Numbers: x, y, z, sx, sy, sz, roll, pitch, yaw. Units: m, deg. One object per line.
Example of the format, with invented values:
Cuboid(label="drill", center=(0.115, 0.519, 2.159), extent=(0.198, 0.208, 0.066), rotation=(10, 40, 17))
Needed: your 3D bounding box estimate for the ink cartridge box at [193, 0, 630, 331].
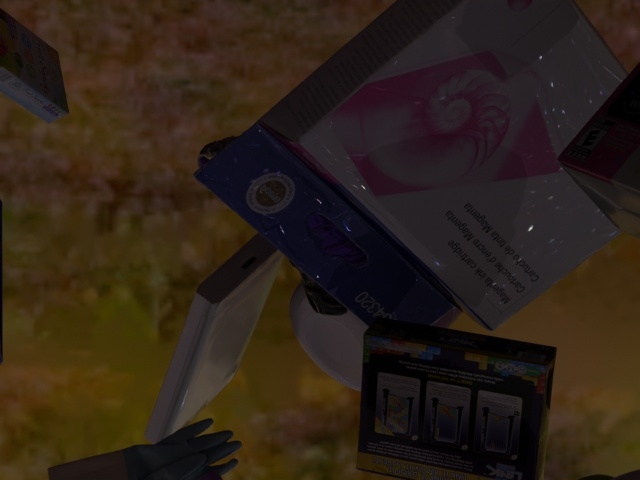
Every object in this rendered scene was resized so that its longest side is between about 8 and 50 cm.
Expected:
Cuboid(label="ink cartridge box", center=(0.118, -0.057, 1.212), extent=(0.330, 0.071, 0.324), rotation=(-40, 131, 10))

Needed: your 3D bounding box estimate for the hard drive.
Cuboid(label="hard drive", center=(-0.142, 0.131, 1.962), extent=(0.040, 0.203, 0.307), rotation=(33, 132, 12))

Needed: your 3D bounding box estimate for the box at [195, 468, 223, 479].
Cuboid(label="box", center=(-0.093, 0.348, 1.067), extent=(0.201, 0.293, 0.057), rotation=(-27, 162, -21))

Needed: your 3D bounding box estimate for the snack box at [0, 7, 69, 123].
Cuboid(label="snack box", center=(-0.370, -0.218, 1.745), extent=(0.037, 0.100, 0.141), rotation=(-23, 152, 17))

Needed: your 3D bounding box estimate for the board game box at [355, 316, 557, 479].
Cuboid(label="board game box", center=(0.122, 0.154, 1.287), extent=(0.170, 0.141, 0.048), rotation=(10, -159, 18))

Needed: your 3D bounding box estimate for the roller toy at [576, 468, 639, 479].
Cuboid(label="roller toy", center=(0.288, 0.299, 1.156), extent=(0.191, 0.209, 0.146), rotation=(6, 129, 1))

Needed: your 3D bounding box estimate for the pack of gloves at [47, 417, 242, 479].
Cuboid(label="pack of gloves", center=(-0.182, 0.319, 1.622), extent=(0.232, 0.195, 0.046), rotation=(-18, 148, 0))

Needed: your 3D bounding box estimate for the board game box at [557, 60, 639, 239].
Cuboid(label="board game box", center=(0.341, -0.119, 0.983), extent=(0.097, 0.303, 0.224), rotation=(44, 175, -28))

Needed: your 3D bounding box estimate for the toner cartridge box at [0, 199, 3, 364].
Cuboid(label="toner cartridge box", center=(-0.269, -0.082, 0.902), extent=(0.075, 0.165, 0.348), rotation=(-8, 138, -6))

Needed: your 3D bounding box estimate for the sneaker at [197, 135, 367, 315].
Cuboid(label="sneaker", center=(0.000, 0.000, 1.411), extent=(0.293, 0.146, 0.102), rotation=(22, -157, 11))

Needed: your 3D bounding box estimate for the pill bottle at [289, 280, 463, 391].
Cuboid(label="pill bottle", center=(0.118, 0.044, 1.895), extent=(0.323, 0.181, 0.181), rotation=(-42, -162, -34))
